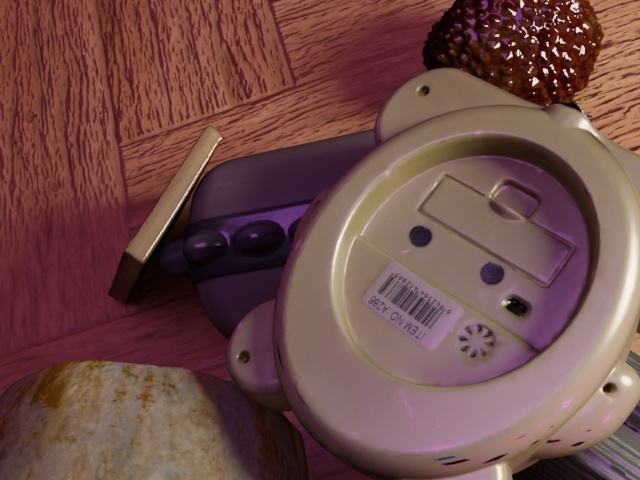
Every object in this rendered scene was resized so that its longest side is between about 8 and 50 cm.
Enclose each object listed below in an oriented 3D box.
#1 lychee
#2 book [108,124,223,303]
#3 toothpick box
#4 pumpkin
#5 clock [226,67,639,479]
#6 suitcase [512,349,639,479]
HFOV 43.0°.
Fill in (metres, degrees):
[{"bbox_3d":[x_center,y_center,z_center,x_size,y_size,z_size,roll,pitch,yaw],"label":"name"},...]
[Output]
[{"bbox_3d":[0.223,-0.222,0.927,0.188,0.188,0.188,-6,61,10],"label":"lychee"},{"bbox_3d":[-0.175,-0.019,0.884,0.026,0.231,0.161,31,68,-9],"label":"book"},{"bbox_3d":[0.000,0.000,0.819,0.316,0.229,0.229,-10,60,9],"label":"toothpick box"},{"bbox_3d":[-0.157,0.239,0.689,0.332,0.332,0.199,-3,48,12],"label":"pumpkin"},{"bbox_3d":[0.103,0.040,0.601,0.284,0.114,0.309,34,80,27],"label":"clock"},{"bbox_3d":[0.240,0.201,0.664,0.312,0.202,0.128,34,54,26],"label":"suitcase"}]
